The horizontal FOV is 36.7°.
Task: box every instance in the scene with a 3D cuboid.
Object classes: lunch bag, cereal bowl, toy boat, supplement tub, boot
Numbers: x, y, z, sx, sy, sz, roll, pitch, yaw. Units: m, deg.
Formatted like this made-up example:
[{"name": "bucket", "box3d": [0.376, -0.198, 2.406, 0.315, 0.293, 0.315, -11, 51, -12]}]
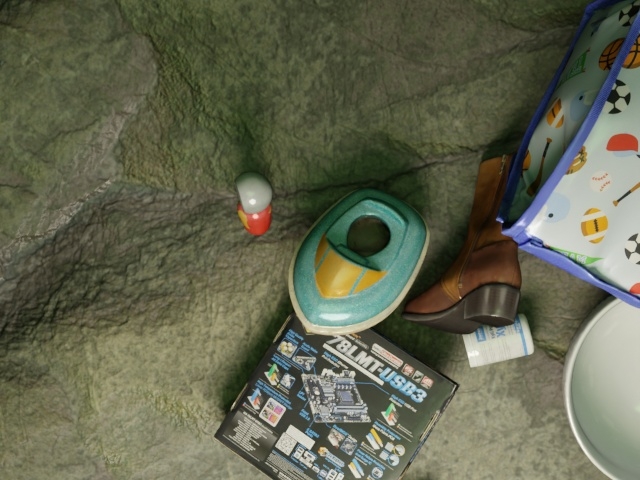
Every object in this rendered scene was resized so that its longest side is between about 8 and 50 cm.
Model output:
[{"name": "lunch bag", "box3d": [0.462, -0.110, 1.361, 0.327, 0.239, 0.386, 26, 85, -10]}, {"name": "cereal bowl", "box3d": [0.543, 0.221, 1.523, 0.338, 0.141, 0.339, 0, 94, 5]}, {"name": "toy boat", "box3d": [0.000, 0.000, 1.528, 0.318, 0.148, 0.267, 27, 68, 13]}, {"name": "supplement tub", "box3d": [0.289, 0.163, 1.577, 0.107, 0.071, 0.071, -14, 93, 5]}, {"name": "boot", "box3d": [0.232, 0.000, 1.534, 0.096, 0.264, 0.281, 16, 73, -18]}]

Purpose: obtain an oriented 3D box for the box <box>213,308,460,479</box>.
[{"name": "box", "box3d": [0.025, 0.277, 1.568, 0.295, 0.073, 0.293, 32, 89, 14]}]
